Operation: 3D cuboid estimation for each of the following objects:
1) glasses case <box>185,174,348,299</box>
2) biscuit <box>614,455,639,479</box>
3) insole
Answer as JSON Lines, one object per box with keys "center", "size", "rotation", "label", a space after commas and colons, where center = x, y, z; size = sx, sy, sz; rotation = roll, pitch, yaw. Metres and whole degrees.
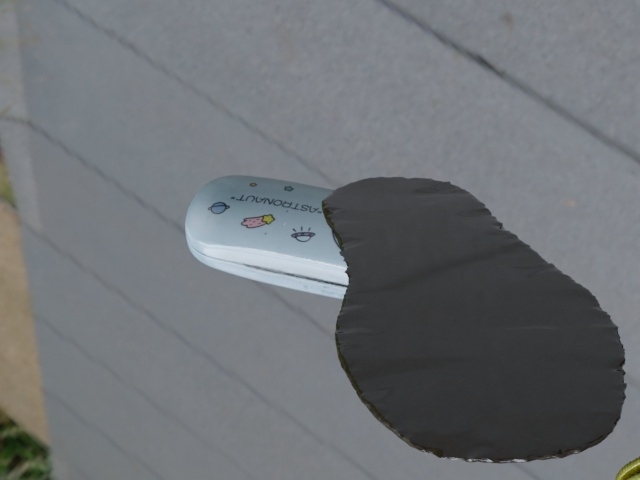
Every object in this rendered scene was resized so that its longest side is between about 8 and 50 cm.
{"center": [0.000, 0.000, 0.877], "size": [0.178, 0.067, 0.045], "rotation": [12, 140, 8], "label": "glasses case"}
{"center": [0.264, 0.183, 1.023], "size": [0.084, 0.023, 0.084], "rotation": [-5, 145, -3], "label": "biscuit"}
{"center": [0.054, 0.018, 0.581], "size": [0.328, 0.111, 0.007], "rotation": [-108, 16, -71], "label": "insole"}
